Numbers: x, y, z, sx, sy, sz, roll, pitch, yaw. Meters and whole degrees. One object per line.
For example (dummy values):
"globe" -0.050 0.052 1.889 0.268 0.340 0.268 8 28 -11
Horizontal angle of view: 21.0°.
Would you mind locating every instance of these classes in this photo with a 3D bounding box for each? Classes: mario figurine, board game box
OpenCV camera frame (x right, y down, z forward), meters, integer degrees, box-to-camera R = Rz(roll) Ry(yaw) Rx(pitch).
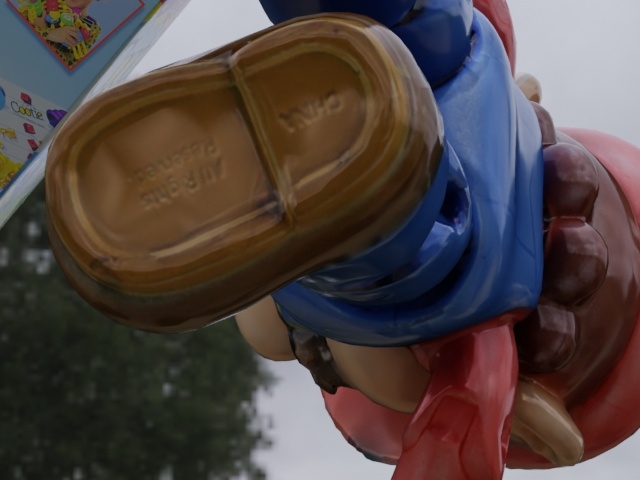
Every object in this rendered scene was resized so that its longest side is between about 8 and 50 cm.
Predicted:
"mario figurine" 0.000 0.000 0.488 0.170 0.198 0.320 31 -6 25
"board game box" -0.202 -0.106 1.009 0.144 0.275 0.142 40 2 -3
